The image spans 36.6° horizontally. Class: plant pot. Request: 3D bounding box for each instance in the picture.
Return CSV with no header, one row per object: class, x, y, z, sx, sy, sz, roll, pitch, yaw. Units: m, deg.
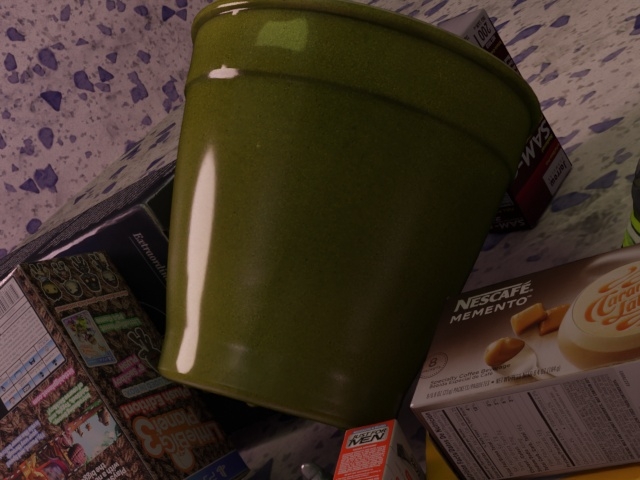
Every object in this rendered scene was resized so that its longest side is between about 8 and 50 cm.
plant pot,0.000,0.000,0.967,0.366,0.366,0.353,-1,71,56

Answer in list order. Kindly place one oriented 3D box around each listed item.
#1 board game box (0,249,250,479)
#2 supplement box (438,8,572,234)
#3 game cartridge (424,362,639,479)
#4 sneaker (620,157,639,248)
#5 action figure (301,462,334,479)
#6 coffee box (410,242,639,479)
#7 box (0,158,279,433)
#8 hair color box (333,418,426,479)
board game box,-0.261,0.197,1.011,0.232,0.291,0.141,-39,-11,24
supplement box,0.201,-0.140,1.173,0.073,0.239,0.130,-9,34,48
game cartridge,0.238,0.127,0.819,0.324,0.052,0.285,-30,22,19
sneaker,0.381,-0.025,0.750,0.300,0.121,0.111,4,33,30
action figure,-0.016,0.281,0.782,0.063,0.137,0.232,13,27,1
coffee box,0.209,0.091,0.744,0.246,0.098,0.141,-19,27,34
box,-0.245,0.110,1.226,0.395,0.293,0.212,-25,16,25
hair color box,0.045,0.237,0.777,0.053,0.093,0.167,-17,26,24
